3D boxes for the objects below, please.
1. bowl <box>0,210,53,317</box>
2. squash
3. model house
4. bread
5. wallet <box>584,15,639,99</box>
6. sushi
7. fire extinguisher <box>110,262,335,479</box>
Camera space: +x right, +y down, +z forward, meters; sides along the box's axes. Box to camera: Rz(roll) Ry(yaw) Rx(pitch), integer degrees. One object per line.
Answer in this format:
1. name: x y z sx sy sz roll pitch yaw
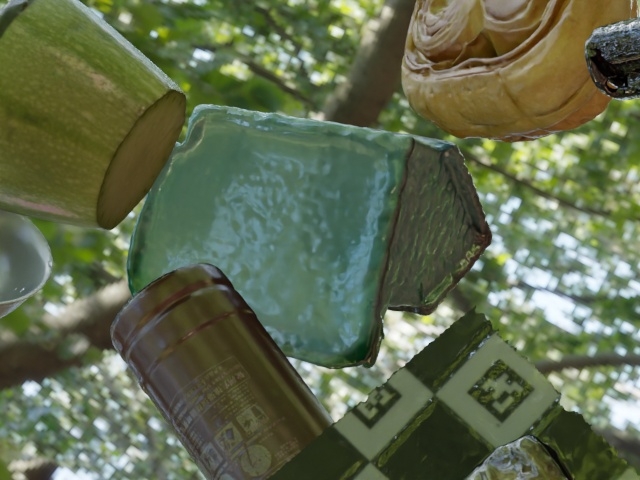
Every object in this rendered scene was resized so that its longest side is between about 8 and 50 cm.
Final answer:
1. bowl: -0.356 0.030 1.299 0.189 0.189 0.086 -11 -44 -49
2. squash: -0.181 -0.083 0.997 0.170 0.123 0.170 -58 -9 -15
3. model house: 0.000 0.000 1.363 0.249 0.281 0.229 16 -93 -64
4. bread: 0.174 -0.181 1.203 0.120 0.236 0.198 25 -105 -34
5. wallet: 0.339 -0.151 0.943 0.262 0.221 0.071 -19 -85 -46
6. sushi: 0.040 0.148 0.577 0.215 0.192 0.050 -41 -28 -5
7. fire extinguisher: -0.030 0.184 0.997 0.138 0.344 0.102 -48 -23 26
